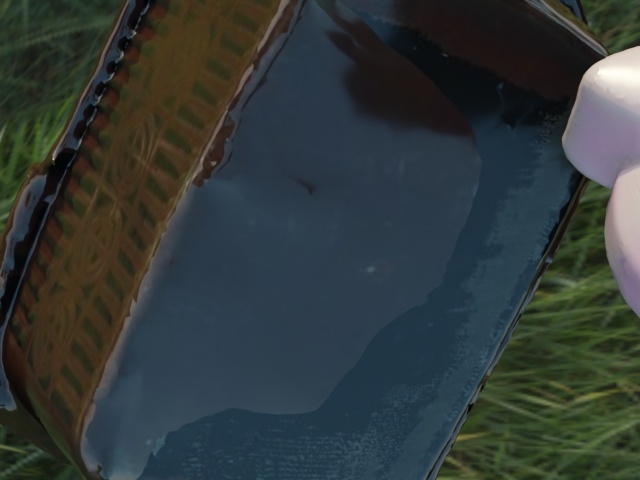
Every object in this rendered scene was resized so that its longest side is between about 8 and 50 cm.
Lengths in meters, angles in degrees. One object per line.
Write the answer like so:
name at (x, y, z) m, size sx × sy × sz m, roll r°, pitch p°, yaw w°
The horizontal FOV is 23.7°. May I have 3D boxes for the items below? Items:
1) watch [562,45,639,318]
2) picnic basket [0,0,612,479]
watch at (0.214, 0.016, 0.518) m, size 0.248 × 0.217 × 0.211 m, roll 20°, pitch 58°, yaw 23°
picnic basket at (0.000, 0.000, 0.623) m, size 0.222 × 0.129 × 0.297 m, roll 23°, pitch 100°, yaw -21°
